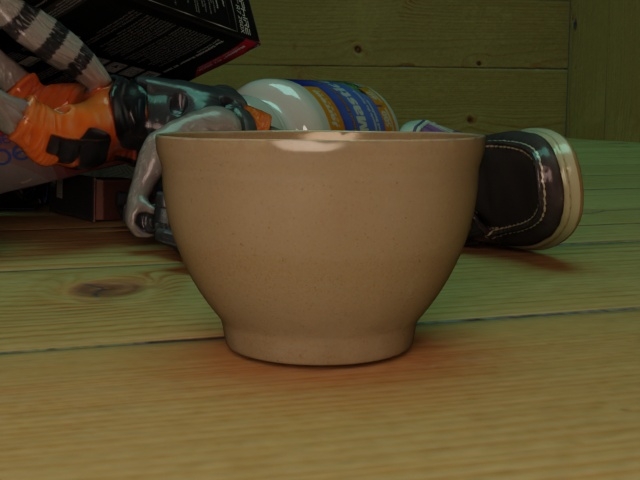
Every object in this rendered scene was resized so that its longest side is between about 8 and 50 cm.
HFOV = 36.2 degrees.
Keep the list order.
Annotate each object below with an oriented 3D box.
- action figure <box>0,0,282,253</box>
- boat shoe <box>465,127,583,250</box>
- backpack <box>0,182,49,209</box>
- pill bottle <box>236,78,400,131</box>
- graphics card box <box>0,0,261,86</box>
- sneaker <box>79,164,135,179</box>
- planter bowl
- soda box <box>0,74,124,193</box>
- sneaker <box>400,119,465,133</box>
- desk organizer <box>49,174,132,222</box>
[{"bbox_3d":[-0.151,-0.093,0.837,0.330,0.179,0.341,14,5,-25],"label":"action figure"},{"bbox_3d":[0.124,-0.040,0.846,0.092,0.103,0.285,-8,6,-16],"label":"boat shoe"},{"bbox_3d":[-0.388,-0.125,1.151,0.158,0.173,0.117,-1,8,-1],"label":"backpack"},{"bbox_3d":[-0.030,-0.110,1.129,0.152,0.152,0.272,5,9,29],"label":"pill bottle"},{"bbox_3d":[-0.262,-0.231,1.006,0.232,0.094,0.371,-19,-10,30],"label":"graphics card box"},{"bbox_3d":[-0.376,-0.126,1.336,0.321,0.125,0.180,0,9,2],"label":"sneaker"},{"bbox_3d":[0.000,0.000,0.493,0.162,0.109,0.162,0,9,0],"label":"planter bowl"},{"bbox_3d":[-0.336,-0.099,1.033,0.263,0.092,0.083,-14,15,-3],"label":"soda box"},{"bbox_3d":[0.208,-0.112,1.349,0.161,0.102,0.282,7,10,26],"label":"sneaker"},{"bbox_3d":[-0.252,-0.050,1.077,0.050,0.047,0.130,-3,8,-36],"label":"desk organizer"}]
